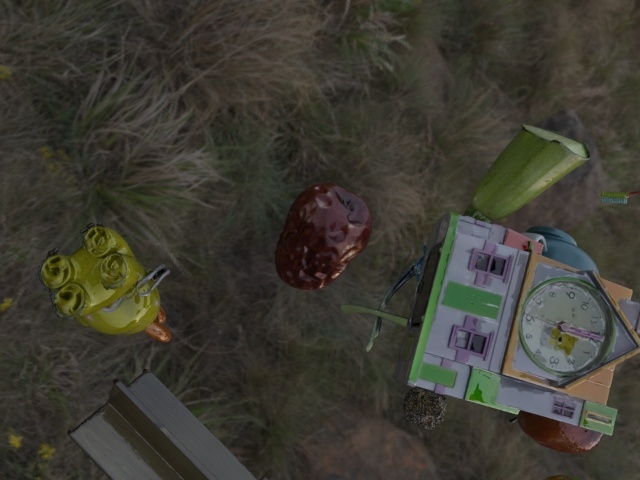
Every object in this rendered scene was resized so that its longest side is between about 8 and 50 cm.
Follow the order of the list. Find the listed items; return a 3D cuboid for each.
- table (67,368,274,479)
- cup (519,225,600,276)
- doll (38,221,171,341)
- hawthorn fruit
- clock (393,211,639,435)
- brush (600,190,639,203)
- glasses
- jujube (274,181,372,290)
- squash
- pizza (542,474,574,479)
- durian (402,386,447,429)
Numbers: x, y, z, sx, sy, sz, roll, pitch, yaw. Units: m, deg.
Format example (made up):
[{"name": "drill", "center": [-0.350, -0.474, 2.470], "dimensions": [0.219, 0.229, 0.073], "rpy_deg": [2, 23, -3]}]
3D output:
[{"name": "table", "center": [-0.197, 0.283, 0.921], "dimensions": [0.227, 0.167, 0.167], "rpy_deg": [42, 51, 9]}, {"name": "cup", "center": [0.425, 0.112, 1.426], "dimensions": [0.289, 0.219, 0.257], "rpy_deg": [52, 56, -44]}, {"name": "doll", "center": [-0.258, 0.059, 0.915], "dimensions": [0.143, 0.135, 0.221], "rpy_deg": [55, 1, 19]}, {"name": "hawthorn fruit", "center": [0.407, 0.296, 1.254], "dimensions": [0.157, 0.194, 0.157], "rpy_deg": [13, 64, -30]}, {"name": "clock", "center": [0.281, 0.116, 0.958], "dimensions": [0.309, 0.166, 0.235], "rpy_deg": [16, 83, -1]}, {"name": "brush", "center": [0.520, -0.074, 1.212], "dimensions": [0.019, 0.083, 0.021], "rpy_deg": [-34, 120, -60]}, {"name": "glasses", "center": [0.150, 0.129, 1.300], "dimensions": [0.102, 0.207, 0.239], "rpy_deg": [53, 13, -26]}, {"name": "jujube", "center": [0.000, 0.000, 1.324], "dimensions": [0.155, 0.230, 0.155], "rpy_deg": [16, 41, -14]}, {"name": "squash", "center": [0.366, -0.121, 1.382], "dimensions": [0.137, 0.287, 0.137], "rpy_deg": [25, 43, -25]}, {"name": "pizza", "center": [0.215, 0.333, 0.744], "dimensions": [0.069, 0.194, 0.154], "rpy_deg": [63, 5, -14]}, {"name": "durian", "center": [0.185, 0.303, 1.285], "dimensions": [0.080, 0.080, 0.091], "rpy_deg": [-23, 138, -42]}]
